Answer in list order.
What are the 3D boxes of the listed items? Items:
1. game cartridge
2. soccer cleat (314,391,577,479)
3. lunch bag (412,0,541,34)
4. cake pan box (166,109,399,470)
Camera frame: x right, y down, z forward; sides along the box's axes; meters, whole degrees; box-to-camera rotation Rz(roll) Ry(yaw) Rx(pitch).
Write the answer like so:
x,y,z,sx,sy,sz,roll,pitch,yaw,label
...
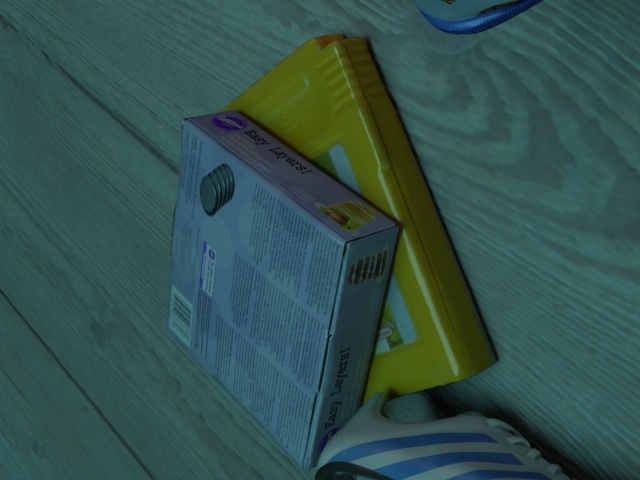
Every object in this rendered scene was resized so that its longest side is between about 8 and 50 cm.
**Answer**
x,y,z,sx,sy,sz,roll,pitch,yaw,label
0.000,0.000,0.970,0.285,0.052,0.324,-28,84,52,game cartridge
0.157,0.203,0.816,0.331,0.143,0.116,14,133,23,soccer cleat
0.096,-0.283,0.580,0.243,0.115,0.304,-29,59,29,lunch bag
-0.050,0.047,0.962,0.245,0.070,0.267,38,131,40,cake pan box
